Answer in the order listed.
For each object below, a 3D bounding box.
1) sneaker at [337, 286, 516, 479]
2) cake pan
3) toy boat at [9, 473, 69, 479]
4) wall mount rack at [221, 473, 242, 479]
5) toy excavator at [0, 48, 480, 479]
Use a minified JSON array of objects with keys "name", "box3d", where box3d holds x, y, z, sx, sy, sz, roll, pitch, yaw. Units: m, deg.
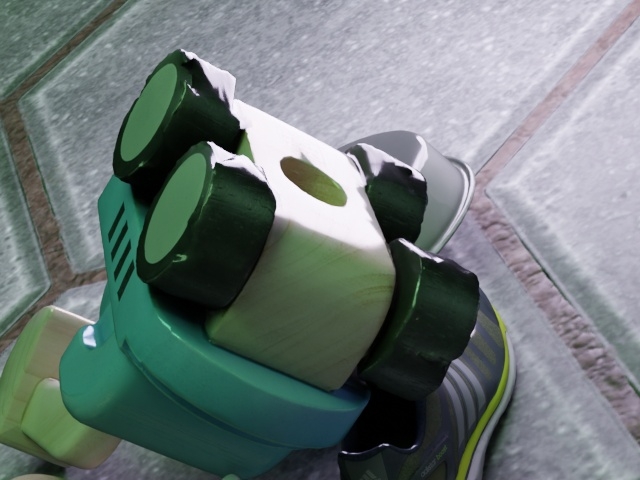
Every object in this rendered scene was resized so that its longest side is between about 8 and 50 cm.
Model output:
[{"name":"sneaker","box3d":[0.078,0.114,1.499,0.111,0.121,0.300,-15,34,20]},{"name":"cake pan","box3d":[0.000,0.000,1.723,0.293,0.054,0.293,-31,20,13]},{"name":"toy boat","box3d":[-0.207,0.281,1.477,0.151,0.151,0.231,17,10,0]},{"name":"wall mount rack","box3d":[-0.041,0.319,1.293,0.350,0.130,0.304,5,44,40]},{"name":"toy excavator","box3d":[-0.126,0.079,1.507,0.445,0.222,0.433,-55,25,20]}]
